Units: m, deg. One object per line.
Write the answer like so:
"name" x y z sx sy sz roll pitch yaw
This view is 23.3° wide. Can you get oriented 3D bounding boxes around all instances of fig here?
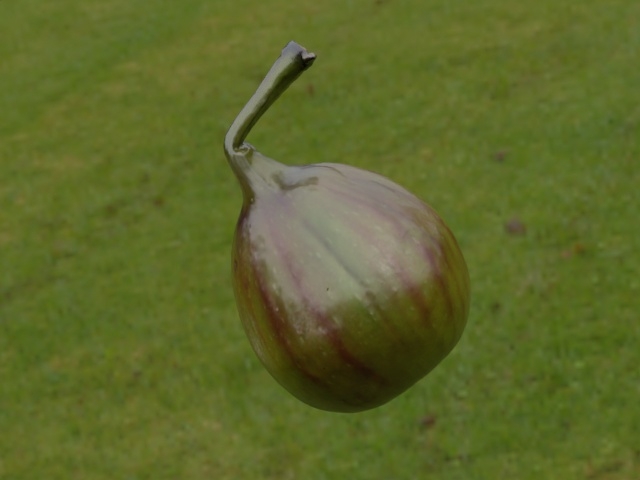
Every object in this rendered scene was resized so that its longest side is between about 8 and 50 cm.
"fig" 0.002 0.012 0.910 0.148 0.186 0.142 -40 23 30
